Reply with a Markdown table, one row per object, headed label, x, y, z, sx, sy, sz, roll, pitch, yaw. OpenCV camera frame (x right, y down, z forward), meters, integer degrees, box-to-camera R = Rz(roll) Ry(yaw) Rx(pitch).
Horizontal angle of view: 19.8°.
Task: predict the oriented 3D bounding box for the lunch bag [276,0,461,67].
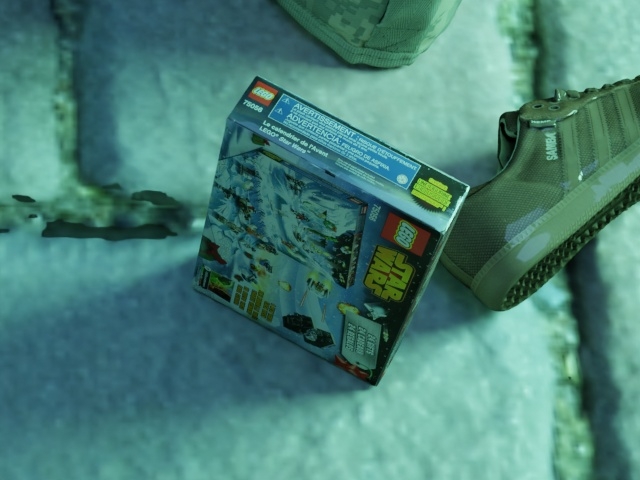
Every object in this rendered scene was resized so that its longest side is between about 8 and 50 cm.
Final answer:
| label | x | y | z | sx | sy | sz | roll | pitch | yaw |
| --- | --- | --- | --- | --- | --- | --- | --- | --- | --- |
| lunch bag | 0.027 | -0.253 | 0.841 | 0.169 | 0.235 | 0.287 | 1 | 59 | -17 |

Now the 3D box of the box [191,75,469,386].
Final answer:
| label | x | y | z | sx | sy | sz | roll | pitch | yaw |
| --- | --- | --- | --- | --- | --- | --- | --- | --- | --- |
| box | 0.000 | 0.000 | 0.745 | 0.094 | 0.137 | 0.027 | 29 | 60 | 6 |

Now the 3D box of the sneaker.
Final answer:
| label | x | y | z | sx | sy | sz | roll | pitch | yaw |
| --- | --- | --- | --- | --- | --- | --- | --- | --- | --- |
| sneaker | 0.121 | -0.047 | 0.838 | 0.188 | 0.066 | 0.071 | -37 | 72 | -27 |
